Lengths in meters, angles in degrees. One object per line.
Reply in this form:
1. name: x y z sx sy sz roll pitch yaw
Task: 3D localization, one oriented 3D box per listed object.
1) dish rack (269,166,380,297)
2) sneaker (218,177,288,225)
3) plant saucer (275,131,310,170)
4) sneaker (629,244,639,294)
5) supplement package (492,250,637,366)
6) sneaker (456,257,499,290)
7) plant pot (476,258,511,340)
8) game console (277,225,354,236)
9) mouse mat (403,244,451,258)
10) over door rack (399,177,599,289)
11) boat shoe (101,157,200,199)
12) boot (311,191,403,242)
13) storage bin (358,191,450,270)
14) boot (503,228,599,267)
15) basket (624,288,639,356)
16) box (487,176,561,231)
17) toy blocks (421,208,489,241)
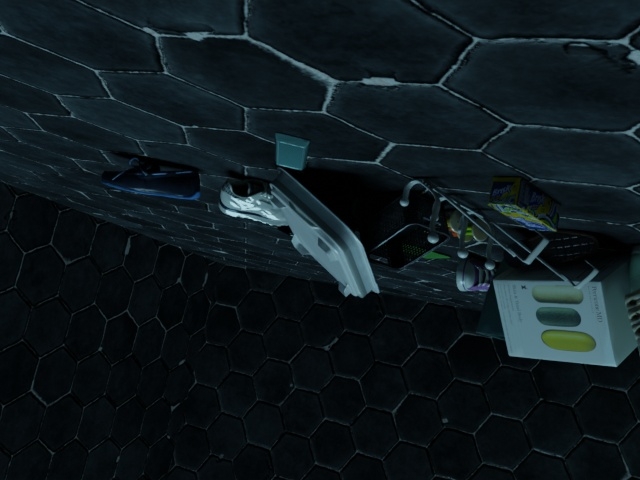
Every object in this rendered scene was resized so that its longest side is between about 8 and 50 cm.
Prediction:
1. dish rack: 0.000 0.000 1.589 0.285 0.072 0.333 44 169 27
2. sneaker: -0.132 -0.101 1.729 0.235 0.090 0.095 4 140 -18
3. plant saucer: -0.058 -0.170 1.364 0.067 0.018 0.192 13 171 -2
4. sneaker: 0.765 0.098 1.425 0.256 0.151 0.094 6 169 37
5. supplement package: 0.574 0.148 1.592 0.198 0.199 0.263 -24 -166 -40
6. sneaker: 0.521 0.107 2.091 0.161 0.102 0.282 3 178 35
7. plant pot: 0.546 0.153 1.845 0.166 0.234 0.165 18 170 -35
8. game console: -0.080 -0.075 1.908 0.213 0.044 0.361 -7 156 44
9. mouse mat: 0.300 0.032 2.203 0.190 0.007 0.152 18 170 -24
10. over door rack: 0.327 0.003 1.337 0.239 0.108 0.324 20 -171 -45
11. boat shoe: -0.427 -0.161 1.779 0.258 0.089 0.109 8 -175 2
12. boot: 0.089 -0.054 1.694 0.179 0.085 0.236 9 165 37
13. storage bin: 0.182 -0.017 1.540 0.122 0.084 0.180 18 143 -32
14. boot: 0.531 0.010 1.566 0.219 0.082 0.106 -10 -176 44
15. basket: 0.777 0.187 1.223 0.328 0.266 0.331 18 141 -32
16. box: 0.376 -0.065 1.274 0.059 0.054 0.169 6 168 44
17. toy blocks: 0.296 -0.032 1.612 0.123 0.054 0.148 18 170 -30
